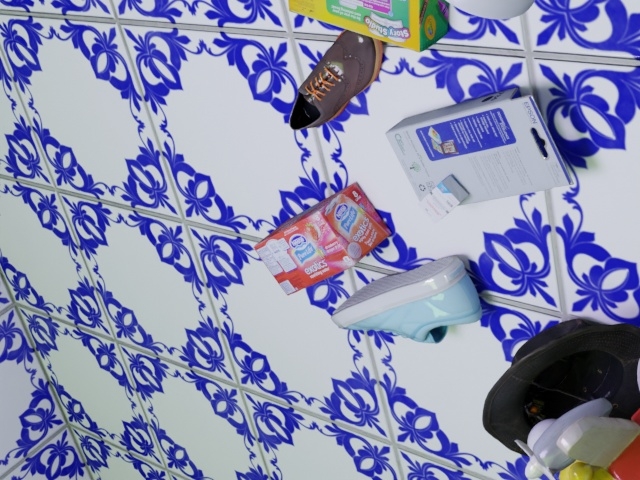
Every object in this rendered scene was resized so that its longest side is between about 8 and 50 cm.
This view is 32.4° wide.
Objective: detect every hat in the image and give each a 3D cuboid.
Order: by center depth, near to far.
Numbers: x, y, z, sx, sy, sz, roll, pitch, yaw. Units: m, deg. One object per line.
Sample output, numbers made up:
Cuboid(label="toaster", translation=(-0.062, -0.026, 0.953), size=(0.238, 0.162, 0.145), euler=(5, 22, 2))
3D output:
Cuboid(label="hat", translation=(0.424, 0.227, 1.899), size=(0.134, 0.331, 0.331), euler=(-101, 8, -49))

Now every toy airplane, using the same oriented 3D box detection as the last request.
Cuboid(label="toy airplane", translation=(0.466, 0.342, 1.767), size=(0.272, 0.384, 0.386), euler=(21, 132, 34))

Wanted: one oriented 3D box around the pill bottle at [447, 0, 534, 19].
Cuboid(label="pill bottle", translation=(0.272, -0.484, 1.378), size=(0.229, 0.229, 0.407), euler=(41, 143, 13))

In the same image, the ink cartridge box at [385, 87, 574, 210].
Cuboid(label="ink cartridge box", translation=(0.268, -0.149, 1.813), size=(0.333, 0.065, 0.165), euler=(-7, 115, 51))

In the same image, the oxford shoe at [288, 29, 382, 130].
Cuboid(label="oxford shoe", translation=(0.024, -0.277, 1.926), size=(0.097, 0.098, 0.271), euler=(45, 143, 8))

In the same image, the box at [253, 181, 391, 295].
Cuboid(label="box", translation=(0.000, 0.000, 2.172), size=(0.128, 0.123, 0.257), euler=(54, 143, -6))

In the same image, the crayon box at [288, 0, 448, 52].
Cuboid(label="crayon box", translation=(0.070, -0.424, 1.766), size=(0.278, 0.081, 0.165), euler=(24, 137, 31))

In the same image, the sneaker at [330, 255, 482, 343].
Cuboid(label="sneaker", translation=(0.162, 0.147, 2.122), size=(0.366, 0.135, 0.150), euler=(-21, 101, 53))

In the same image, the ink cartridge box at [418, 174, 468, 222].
Cuboid(label="ink cartridge box", translation=(0.208, -0.070, 1.870), size=(0.048, 0.028, 0.083), euler=(49, 144, 2))
